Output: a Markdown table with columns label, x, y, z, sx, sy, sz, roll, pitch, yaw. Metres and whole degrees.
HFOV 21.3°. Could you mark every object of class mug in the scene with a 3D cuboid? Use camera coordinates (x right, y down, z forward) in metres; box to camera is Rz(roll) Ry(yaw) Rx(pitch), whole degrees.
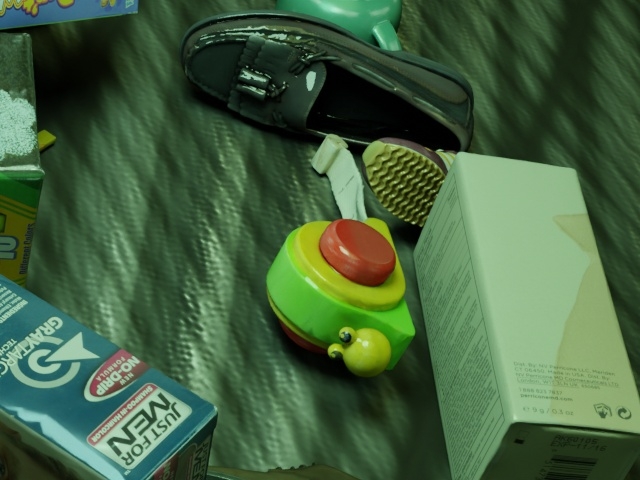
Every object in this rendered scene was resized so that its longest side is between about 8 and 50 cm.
| label | x | y | z | sx | sy | sz | roll | pitch | yaw |
| --- | --- | --- | --- | --- | --- | --- | --- | --- | --- |
| mug | 0.032 | -0.235 | 1.775 | 0.157 | 0.097 | 0.129 | 22 | 43 | 4 |

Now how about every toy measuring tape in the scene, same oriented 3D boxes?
| label | x | y | z | sx | sy | sz | roll | pitch | yaw |
| --- | --- | --- | --- | --- | --- | --- | --- | --- | --- |
| toy measuring tape | 0.000 | 0.000 | 1.522 | 0.121 | 0.121 | 0.330 | 3 | 38 | -16 |

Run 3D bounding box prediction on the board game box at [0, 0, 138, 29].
| label | x | y | z | sx | sy | sz | roll | pitch | yaw |
| --- | --- | --- | --- | --- | --- | --- | --- | --- | --- |
| board game box | -0.351 | -0.242 | 1.483 | 0.233 | 0.078 | 0.347 | 15 | 18 | 28 |

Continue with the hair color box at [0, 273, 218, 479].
| label | x | y | z | sx | sy | sz | roll | pitch | yaw |
| --- | --- | --- | --- | --- | --- | --- | --- | --- | --- |
| hair color box | -0.249 | 0.121 | 1.243 | 0.347 | 0.174 | 0.105 | 29 | 45 | 19 |

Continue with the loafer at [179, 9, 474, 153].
| label | x | y | z | sx | sy | sz | roll | pitch | yaw |
| --- | --- | --- | --- | --- | --- | --- | --- | --- | --- |
| loafer | 0.011 | -0.148 | 1.669 | 0.302 | 0.109 | 0.095 | 12 | 35 | -11 |

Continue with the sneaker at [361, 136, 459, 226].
| label | x | y | z | sx | sy | sz | roll | pitch | yaw |
| --- | --- | --- | --- | --- | --- | --- | --- | --- | --- |
| sneaker | 0.104 | -0.056 | 1.616 | 0.185 | 0.069 | 0.084 | 30 | 24 | -34 |

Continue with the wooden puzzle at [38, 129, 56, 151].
| label | x | y | z | sx | sy | sz | roll | pitch | yaw |
| --- | --- | --- | --- | --- | --- | --- | --- | --- | --- |
| wooden puzzle | -0.313 | -0.102 | 1.588 | 0.116 | 0.014 | 0.078 | 28 | 40 | 9 |

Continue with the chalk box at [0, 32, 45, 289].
| label | x | y | z | sx | sy | sz | roll | pitch | yaw |
| --- | --- | --- | --- | --- | --- | --- | --- | --- | --- |
| chalk box | -0.385 | -0.058 | 1.400 | 0.289 | 0.179 | 0.180 | 1 | 47 | -16 |

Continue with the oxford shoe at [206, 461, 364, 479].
| label | x | y | z | sx | sy | sz | roll | pitch | yaw |
| --- | --- | --- | --- | --- | --- | --- | --- | --- | --- |
| oxford shoe | -0.029 | 0.214 | 1.330 | 0.227 | 0.083 | 0.096 | 15 | 24 | -4 |

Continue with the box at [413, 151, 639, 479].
| label | x | y | z | sx | sy | sz | roll | pitch | yaw |
| --- | --- | --- | --- | --- | --- | --- | --- | --- | --- |
| box | 0.172 | 0.082 | 1.470 | 0.121 | 0.148 | 0.311 | 7 | 46 | -14 |
